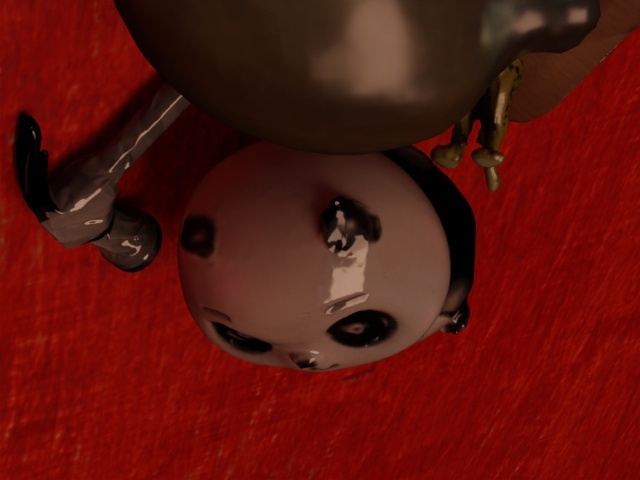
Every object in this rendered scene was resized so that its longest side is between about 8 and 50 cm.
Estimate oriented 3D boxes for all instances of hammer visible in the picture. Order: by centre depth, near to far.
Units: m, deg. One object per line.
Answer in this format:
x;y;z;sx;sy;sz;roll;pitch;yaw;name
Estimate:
-0.034;-0.154;1.243;0.427;0.044;0.152;-45;142;6;hammer

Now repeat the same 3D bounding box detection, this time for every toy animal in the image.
0.002;0.008;1.287;0.187;0.165;0.235;-9;-179;18;toy animal
0.118;-0.132;1.331;0.136;0.073;0.181;-67;152;-22;toy animal

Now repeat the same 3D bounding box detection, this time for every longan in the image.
0.020;-0.185;1.063;0.300;0.300;0.243;-33;169;-8;longan

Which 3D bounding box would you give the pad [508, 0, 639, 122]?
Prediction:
0.185;-0.228;1.364;0.284;0.018;0.286;-46;143;10;pad
